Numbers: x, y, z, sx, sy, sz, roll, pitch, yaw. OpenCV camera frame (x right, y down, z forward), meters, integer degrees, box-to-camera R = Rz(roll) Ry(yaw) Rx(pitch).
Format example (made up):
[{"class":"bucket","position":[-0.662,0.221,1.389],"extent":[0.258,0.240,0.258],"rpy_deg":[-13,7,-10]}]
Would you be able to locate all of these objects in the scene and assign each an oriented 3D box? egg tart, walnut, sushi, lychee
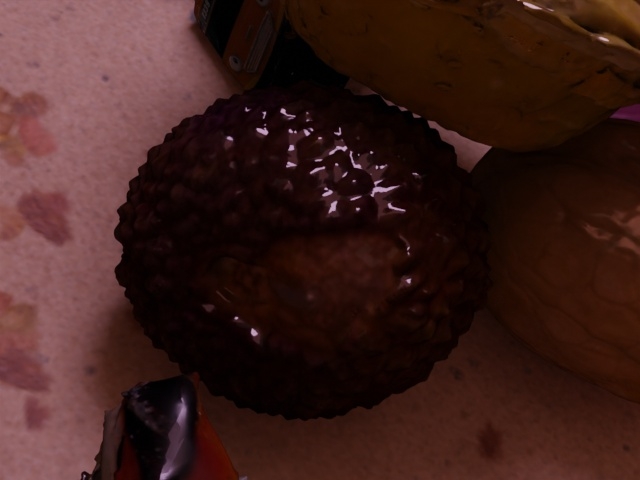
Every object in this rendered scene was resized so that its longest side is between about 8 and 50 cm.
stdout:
[{"class":"egg tart","position":[0.072,-0.126,0.661],"extent":[0.295,0.116,0.295],"rpy_deg":[27,14,-7]},{"class":"walnut","position":[0.175,0.010,0.734],"extent":[0.207,0.159,0.159],"rpy_deg":[27,49,3]},{"class":"sushi","position":[-0.069,0.170,0.540],"extent":[0.103,0.097,0.226],"rpy_deg":[47,28,-44]},{"class":"lychee","position":[0.000,0.000,0.655],"extent":[0.188,0.188,0.188],"rpy_deg":[12,51,-15]}]

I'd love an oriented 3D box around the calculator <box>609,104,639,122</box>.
[{"class":"calculator","position":[0.193,-0.165,0.950],"extent":[0.127,0.034,0.190],"rpy_deg":[5,54,-22]}]

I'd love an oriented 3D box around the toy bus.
[{"class":"toy bus","position":[0.015,-0.175,0.837],"extent":[0.201,0.098,0.114],"rpy_deg":[-28,69,-37]}]
